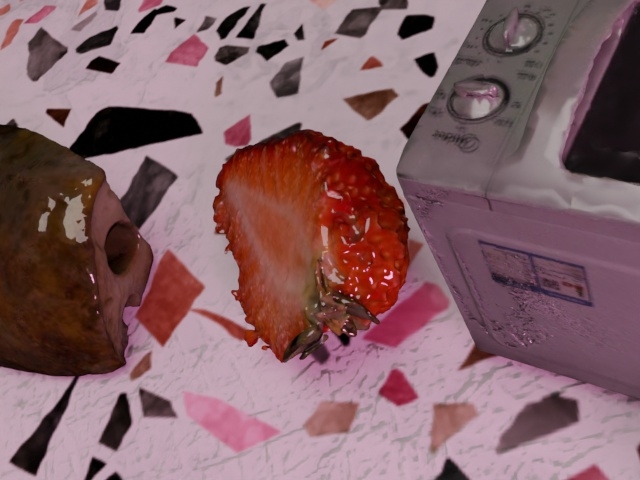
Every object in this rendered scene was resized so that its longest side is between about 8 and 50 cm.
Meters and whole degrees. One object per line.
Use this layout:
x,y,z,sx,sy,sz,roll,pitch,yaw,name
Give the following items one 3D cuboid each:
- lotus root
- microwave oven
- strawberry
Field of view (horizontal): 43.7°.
-0.295,-0.001,0.749,0.313,0.142,0.210,9,65,32,lotus root
0.230,-0.018,0.444,0.295,0.237,0.181,15,65,33,microwave oven
0.003,-0.005,0.641,0.175,0.106,0.236,-51,39,37,strawberry
